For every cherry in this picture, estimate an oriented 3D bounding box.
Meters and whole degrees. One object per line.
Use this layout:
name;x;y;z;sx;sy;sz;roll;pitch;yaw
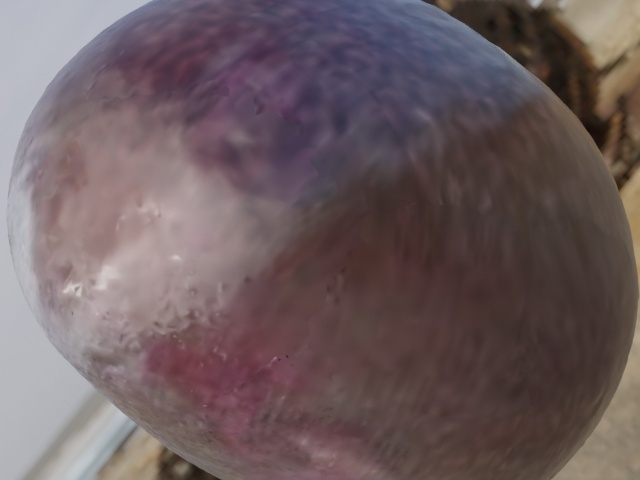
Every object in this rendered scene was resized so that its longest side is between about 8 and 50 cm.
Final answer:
cherry;-0.003;-0.003;0.454;0.140;0.176;0.176;-53;2;5
